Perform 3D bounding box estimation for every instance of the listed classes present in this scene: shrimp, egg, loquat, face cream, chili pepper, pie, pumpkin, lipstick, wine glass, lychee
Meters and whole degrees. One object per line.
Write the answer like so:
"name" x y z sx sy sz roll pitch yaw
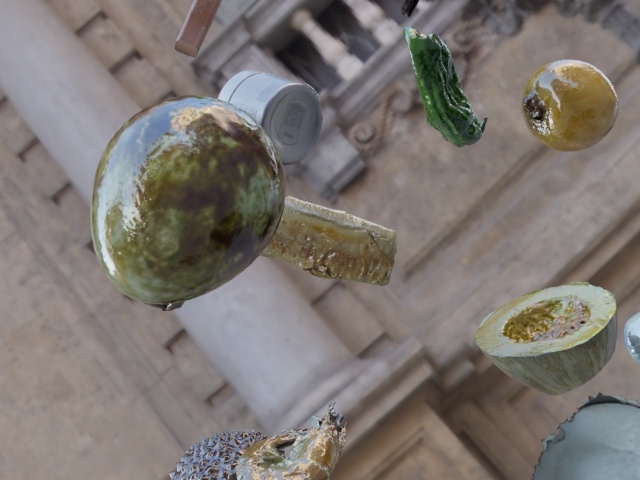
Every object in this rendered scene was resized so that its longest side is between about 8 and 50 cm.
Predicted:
"shrimp" -0.024 0.228 1.266 0.180 0.099 0.041 -45 -41 -54
"egg" -0.173 -0.050 1.490 0.289 0.238 0.238 -58 -10 -40
"loquat" 0.391 -0.212 1.864 0.163 0.163 0.137 -31 -13 -23
"face cream" -0.106 -0.254 2.454 0.177 0.153 0.177 -21 -59 -40
"chili pepper" 0.198 -0.234 1.886 0.074 0.100 0.257 -7 -44 23
"pie" 0.000 0.000 2.153 0.068 0.283 0.128 -55 -20 -76
"pumpkin" 0.352 0.157 1.778 0.217 0.110 0.217 -23 13 6
"lipstick" -0.217 -0.406 2.146 0.045 0.045 0.145 129 164 -68
"wine glass" 0.339 0.271 1.292 0.190 0.190 0.357 -44 -25 5
"lychee" -0.160 0.477 2.184 0.267 0.267 0.267 -33 -26 -18

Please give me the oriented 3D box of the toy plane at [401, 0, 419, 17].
"toy plane" 0.249 -0.486 2.028 0.155 0.106 0.382 -13 -4 -15

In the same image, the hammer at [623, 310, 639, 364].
"hammer" 0.403 0.130 1.333 0.116 0.069 0.194 -33 17 23

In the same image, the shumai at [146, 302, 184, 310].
"shumai" -0.289 0.044 2.187 0.218 0.184 0.185 -59 14 15
